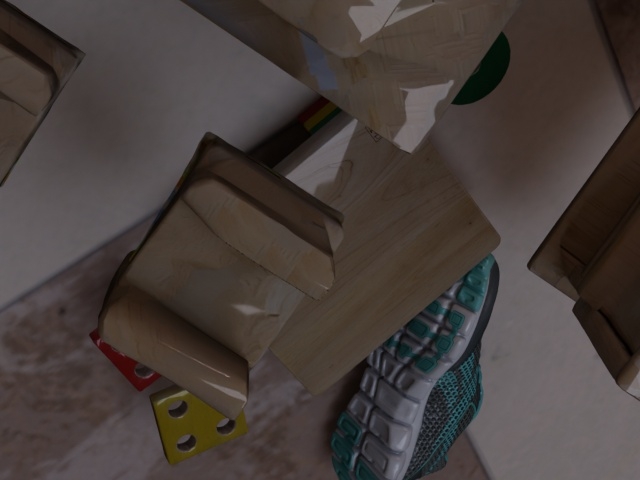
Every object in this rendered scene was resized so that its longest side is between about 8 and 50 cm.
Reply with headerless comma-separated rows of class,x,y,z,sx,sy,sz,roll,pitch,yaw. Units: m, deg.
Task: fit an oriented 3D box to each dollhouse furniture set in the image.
dollhouse furniture set,0.053,-0.103,0.861,0.394,0.256,0.362,34,99,-8

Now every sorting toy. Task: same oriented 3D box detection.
sorting toy,0.000,0.000,1.011,0.274,0.046,0.132,-40,131,0

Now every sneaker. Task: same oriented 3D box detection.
sneaker,0.065,0.072,1.097,0.076,0.065,0.166,-3,127,-46
